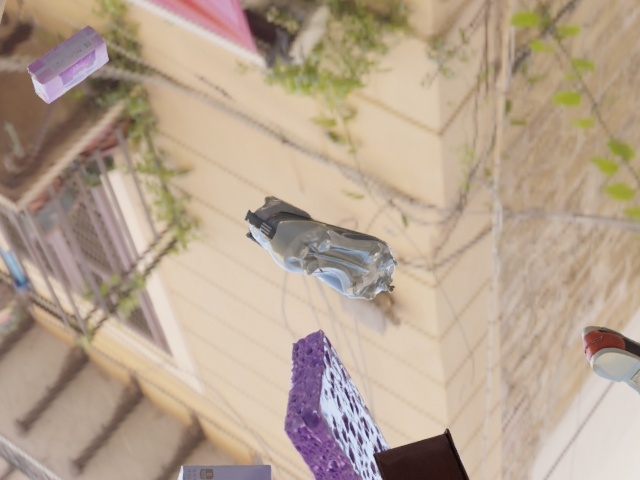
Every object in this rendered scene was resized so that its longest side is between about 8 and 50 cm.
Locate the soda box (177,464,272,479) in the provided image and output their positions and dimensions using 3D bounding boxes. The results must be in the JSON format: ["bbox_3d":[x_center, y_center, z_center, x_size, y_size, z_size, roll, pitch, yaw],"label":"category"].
[{"bbox_3d":[-0.074,0.283,1.047,0.073,0.069,0.216,2,-115,-10],"label":"soda box"}]

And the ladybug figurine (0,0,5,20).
[{"bbox_3d":[-0.323,-0.012,0.597,0.449,0.305,0.162,-46,-77,-3],"label":"ladybug figurine"}]

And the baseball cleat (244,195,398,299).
[{"bbox_3d":[0.000,0.000,1.374,0.109,0.206,0.072,39,-83,32],"label":"baseball cleat"}]

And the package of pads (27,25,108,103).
[{"bbox_3d":[-0.260,-0.182,1.412,0.083,0.050,0.032,-38,-102,-14],"label":"package of pads"}]

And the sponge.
[{"bbox_3d":[0.034,0.176,0.980,0.031,0.210,0.117,-24,-156,12],"label":"sponge"}]

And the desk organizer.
[{"bbox_3d":[0.071,0.182,0.797,0.050,0.047,0.130,-13,-117,-16],"label":"desk organizer"}]

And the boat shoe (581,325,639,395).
[{"bbox_3d":[0.303,0.119,1.300,0.137,0.049,0.043,24,-151,-28],"label":"boat shoe"}]
